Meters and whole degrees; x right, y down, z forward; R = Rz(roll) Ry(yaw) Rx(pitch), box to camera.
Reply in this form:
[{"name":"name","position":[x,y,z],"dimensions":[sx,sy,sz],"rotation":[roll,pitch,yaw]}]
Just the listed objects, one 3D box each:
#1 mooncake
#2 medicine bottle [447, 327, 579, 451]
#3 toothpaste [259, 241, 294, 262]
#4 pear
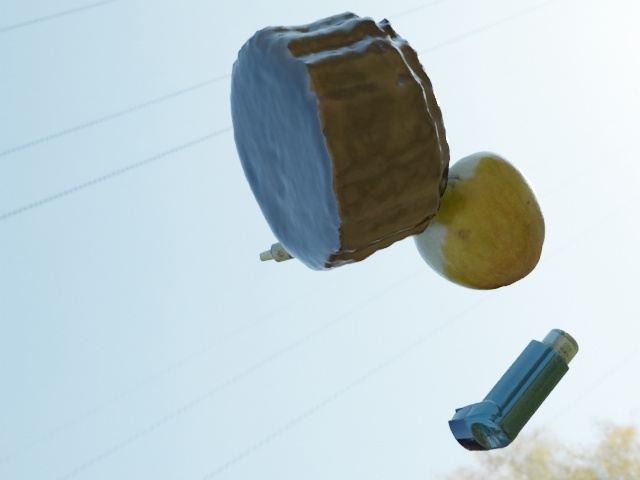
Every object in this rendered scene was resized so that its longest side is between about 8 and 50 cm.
[{"name":"mooncake","position":[0.023,-0.130,1.427],"dimensions":[0.187,0.324,0.324],"rotation":[-20,-58,-23]},{"name":"medicine bottle","position":[0.340,0.258,1.914],"dimensions":[0.258,0.124,0.079],"rotation":[-44,-75,-22]},{"name":"toothpaste","position":[0.000,0.000,1.634],"dimensions":[0.048,0.197,0.029],"rotation":[50,-151,-53]},{"name":"pear","position":[0.223,-0.025,1.582],"dimensions":[0.200,0.200,0.200],"rotation":[-21,-59,-40]}]
